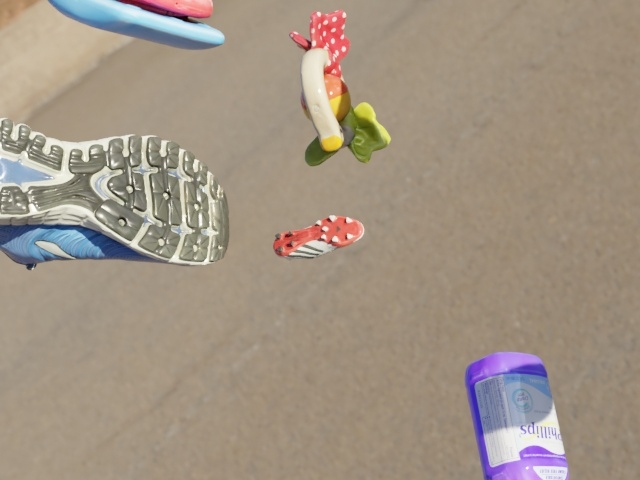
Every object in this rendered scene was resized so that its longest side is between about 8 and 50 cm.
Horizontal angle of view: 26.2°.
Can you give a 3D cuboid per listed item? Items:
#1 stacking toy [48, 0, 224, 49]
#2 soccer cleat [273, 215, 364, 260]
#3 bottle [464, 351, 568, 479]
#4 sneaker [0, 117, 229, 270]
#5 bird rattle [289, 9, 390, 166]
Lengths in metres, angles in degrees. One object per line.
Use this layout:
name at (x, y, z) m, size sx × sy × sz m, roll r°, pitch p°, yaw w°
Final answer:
stacking toy at (-0.164, -0.365, 1.465) m, size 0.175 × 0.302 × 0.166 m, roll 24°, pitch 12°, yaw 38°
soccer cleat at (0.000, 0.000, 1.187) m, size 0.083 × 0.035 × 0.029 m, roll -15°, pitch 64°, yaw 16°
bottle at (0.266, 0.290, 1.805) m, size 0.092 × 0.118 × 0.283 m, roll -31°, pitch 59°, yaw 42°
sneaker at (-0.247, -0.039, 1.395) m, size 0.147 × 0.330 × 0.130 m, roll -28°, pitch 53°, yaw 57°
bird rattle at (0.021, -0.239, 2.200) m, size 0.143 × 0.253 × 0.207 m, roll -7°, pitch 14°, yaw 12°
